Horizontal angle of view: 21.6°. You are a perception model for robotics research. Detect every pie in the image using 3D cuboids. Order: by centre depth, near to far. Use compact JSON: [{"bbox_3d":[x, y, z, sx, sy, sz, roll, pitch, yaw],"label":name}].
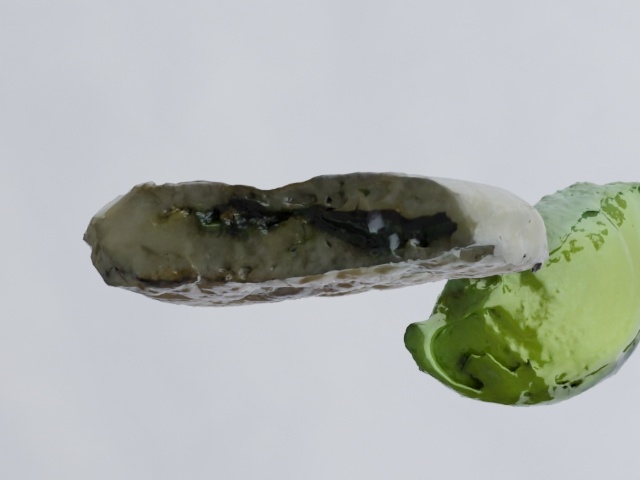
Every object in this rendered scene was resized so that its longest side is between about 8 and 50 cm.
[{"bbox_3d":[0.000,0.004,0.800,0.185,0.218,0.052,30,57,-74],"label":"pie"}]

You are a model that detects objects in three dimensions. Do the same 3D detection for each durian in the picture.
[{"bbox_3d":[0.164,0.046,1.230,0.139,0.250,0.101,57,-28,-10],"label":"durian"}]
